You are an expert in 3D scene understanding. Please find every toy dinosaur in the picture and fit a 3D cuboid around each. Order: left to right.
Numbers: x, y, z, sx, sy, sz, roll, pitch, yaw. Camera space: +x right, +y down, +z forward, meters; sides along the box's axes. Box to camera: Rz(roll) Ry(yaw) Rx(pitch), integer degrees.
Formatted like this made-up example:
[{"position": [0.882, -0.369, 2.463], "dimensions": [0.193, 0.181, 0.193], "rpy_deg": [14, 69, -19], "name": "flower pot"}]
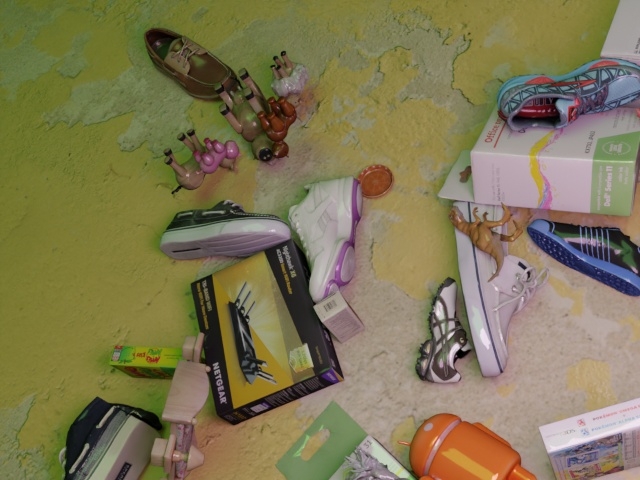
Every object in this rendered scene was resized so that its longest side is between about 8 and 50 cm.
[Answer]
[{"position": [0.300, 0.000, 1.284], "dimensions": [0.112, 0.064, 0.211], "rpy_deg": [-36, 35, 4], "name": "toy dinosaur"}]

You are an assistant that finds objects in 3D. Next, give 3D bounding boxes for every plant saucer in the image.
[{"position": [0.119, -0.127, 1.586], "dimensions": [0.083, 0.013, 0.083], "rpy_deg": [-9, 60, 16], "name": "plant saucer"}]

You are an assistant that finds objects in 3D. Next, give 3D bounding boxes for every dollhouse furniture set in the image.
[{"position": [-0.205, 0.408, 1.351], "dimensions": [0.174, 0.303, 0.355], "rpy_deg": [9, 37, -3], "name": "dollhouse furniture set"}]

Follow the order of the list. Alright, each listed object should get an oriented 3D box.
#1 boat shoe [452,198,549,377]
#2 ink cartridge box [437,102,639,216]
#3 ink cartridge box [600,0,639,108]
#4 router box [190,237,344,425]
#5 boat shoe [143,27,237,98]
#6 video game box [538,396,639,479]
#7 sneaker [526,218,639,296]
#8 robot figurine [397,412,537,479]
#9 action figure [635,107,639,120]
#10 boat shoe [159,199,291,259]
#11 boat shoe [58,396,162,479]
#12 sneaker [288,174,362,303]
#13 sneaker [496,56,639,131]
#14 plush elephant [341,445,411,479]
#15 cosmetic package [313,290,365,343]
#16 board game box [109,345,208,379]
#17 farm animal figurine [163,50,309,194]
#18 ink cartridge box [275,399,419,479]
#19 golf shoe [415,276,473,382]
[{"position": [0.337, 0.071, 1.330], "dimensions": [0.156, 0.136, 0.367], "rpy_deg": [-9, 50, 14], "name": "boat shoe"}, {"position": [0.412, -0.162, 1.382], "dimensions": [0.353, 0.119, 0.207], "rpy_deg": [6, 38, 25], "name": "ink cartridge box"}, {"position": [0.598, -0.341, 1.394], "dimensions": [0.087, 0.208, 0.153], "rpy_deg": [15, 69, 28], "name": "ink cartridge box"}, {"position": [-0.114, 0.179, 1.468], "dimensions": [0.243, 0.081, 0.309], "rpy_deg": [-24, 56, 8], "name": "router box"}, {"position": [-0.352, -0.466, 1.901], "dimensions": [0.324, 0.116, 0.123], "rpy_deg": [28, 76, 32], "name": "boat shoe"}, {"position": [0.436, 0.305, 1.104], "dimensions": [0.187, 0.205, 0.048], "rpy_deg": [-21, 53, 9], "name": "video game box"}, {"position": [0.494, 0.009, 1.325], "dimensions": [0.232, 0.081, 0.090], "rpy_deg": [33, 75, 26], "name": "sneaker"}, {"position": [0.237, 0.368, 1.194], "dimensions": [0.219, 0.128, 0.158], "rpy_deg": [27, 76, 32], "name": "robot figurine"}, {"position": [0.667, -0.093, 1.233], "dimensions": [0.370, 0.248, 0.275], "rpy_deg": [45, 111, 17], "name": "action figure"}, {"position": [-0.212, -0.035, 1.593], "dimensions": [0.335, 0.121, 0.119], "rpy_deg": [-3, 62, 28], "name": "boat shoe"}, {"position": [-0.461, 0.470, 1.435], "dimensions": [0.158, 0.127, 0.340], "rpy_deg": [16, 61, 35], "name": "boat shoe"}, {"position": [0.000, 0.000, 1.505], "dimensions": [0.152, 0.114, 0.305], "rpy_deg": [0, 53, 15], "name": "sneaker"}, {"position": [0.451, -0.242, 1.308], "dimensions": [0.262, 0.104, 0.125], "rpy_deg": [-9, 37, 20], "name": "sneaker"}, {"position": [0.093, 0.491, 1.081], "dimensions": [0.330, 0.272, 0.255], "rpy_deg": [29, 65, 34], "name": "plush elephant"}, {"position": [0.037, 0.148, 1.404], "dimensions": [0.060, 0.115, 0.041], "rpy_deg": [-32, 55, 1], "name": "cosmetic package"}, {"position": [-0.331, 0.254, 1.508], "dimensions": [0.181, 0.092, 0.043], "rpy_deg": [-2, 63, 21], "name": "board game box"}, {"position": [-0.176, -0.248, 1.692], "dimensions": [0.330, 0.172, 0.326], "rpy_deg": [-16, 45, 22], "name": "farm animal figurine"}, {"position": [0.038, 0.413, 1.295], "dimensions": [0.171, 0.056, 0.235], "rpy_deg": [-47, 58, -7], "name": "ink cartridge box"}, {"position": [0.239, 0.168, 1.344], "dimensions": [0.094, 0.077, 0.198], "rpy_deg": [11, 76, 20], "name": "golf shoe"}]
